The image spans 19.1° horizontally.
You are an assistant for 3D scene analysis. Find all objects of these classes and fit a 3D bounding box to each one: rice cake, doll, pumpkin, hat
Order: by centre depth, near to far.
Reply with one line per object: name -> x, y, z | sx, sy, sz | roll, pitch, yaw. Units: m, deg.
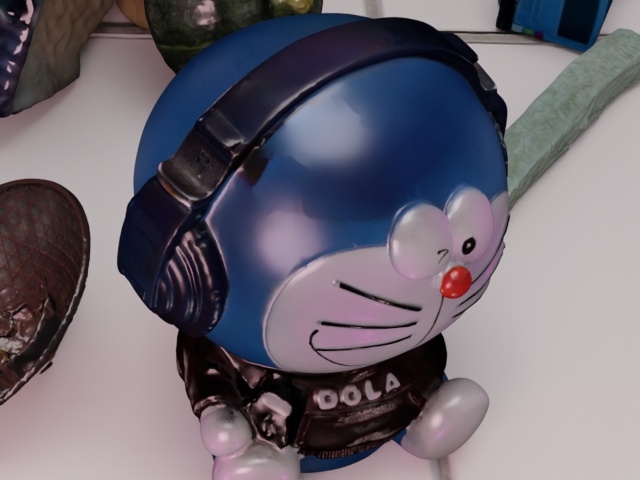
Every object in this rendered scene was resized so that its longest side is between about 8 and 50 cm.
doll -> 0.000, 0.000, 1.205 | 0.284, 0.310, 0.240 | -27, 55, -28
hat -> -0.207, 0.058, 1.283 | 0.193, 0.082, 0.193 | -22, 49, 27
pumpkin -> -0.065, -0.191, 1.465 | 0.125, 0.167, 0.167 | -20, 43, 24
rice cake -> 0.185, -0.093, 1.493 | 0.045, 0.042, 0.245 | 30, 51, 22

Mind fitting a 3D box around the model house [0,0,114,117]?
model house -> -0.258, -0.247, 1.393 | 0.243, 0.298, 0.284 | 23, 71, 14

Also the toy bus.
toy bus -> 0.219, -0.253, 1.611 | 0.106, 0.090, 0.185 | 18, 49, 10

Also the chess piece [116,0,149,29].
chess piece -> -0.128, -0.208, 1.556 | 0.083, 0.038, 0.084 | 4, 50, -5
